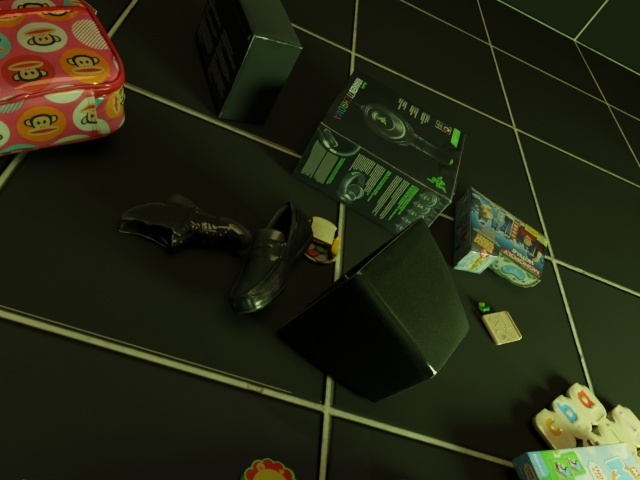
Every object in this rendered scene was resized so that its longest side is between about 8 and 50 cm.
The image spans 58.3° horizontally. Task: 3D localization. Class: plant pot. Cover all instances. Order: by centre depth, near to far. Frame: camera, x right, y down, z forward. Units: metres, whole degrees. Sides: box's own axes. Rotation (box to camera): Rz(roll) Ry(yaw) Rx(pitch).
[{"bbox_3d":[0.091,0.109,0.794,0.167,0.187,0.188,52,43,3],"label":"plant pot"}]

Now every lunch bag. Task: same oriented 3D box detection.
[{"bbox_3d":[-0.446,-0.249,0.810,0.293,0.120,0.258,-19,64,-28],"label":"lunch bag"}]

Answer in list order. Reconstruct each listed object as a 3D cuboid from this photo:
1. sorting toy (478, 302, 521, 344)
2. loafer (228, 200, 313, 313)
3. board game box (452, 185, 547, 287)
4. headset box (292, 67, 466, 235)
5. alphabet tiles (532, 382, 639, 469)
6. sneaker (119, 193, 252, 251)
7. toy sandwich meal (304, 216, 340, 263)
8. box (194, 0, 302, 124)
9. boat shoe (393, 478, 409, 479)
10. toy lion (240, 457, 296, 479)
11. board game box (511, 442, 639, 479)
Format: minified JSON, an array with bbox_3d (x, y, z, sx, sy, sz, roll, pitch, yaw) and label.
[{"bbox_3d":[0.311,0.143,1.012,0.062,0.012,0.083,-7,58,-30],"label":"sorting toy"},{"bbox_3d":[-0.076,0.020,0.829,0.078,0.076,0.223,66,31,-24],"label":"loafer"},{"bbox_3d":[0.335,0.011,1.115,0.194,0.060,0.194,35,43,2],"label":"board game box"},{"bbox_3d":[0.129,-0.160,1.095,0.283,0.131,0.246,31,42,-4],"label":"headset box"},{"bbox_3d":[0.455,0.366,0.885,0.284,0.021,0.278,-16,61,-40],"label":"alphabet tiles"},{"bbox_3d":[-0.190,-0.011,0.823,0.170,0.051,0.089,27,42,0],"label":"sneaker"},{"bbox_3d":[0.000,0.000,0.941,0.086,0.029,0.085,17,44,-17],"label":"toy sandwich meal"},{"bbox_3d":[-0.146,-0.380,1.093,0.103,0.184,0.261,2,51,-30],"label":"box"},{"bbox_3d":[0.081,0.329,0.635,0.307,0.110,0.104,19,36,-32],"label":"boat shoe"},{"bbox_3d":[-0.052,0.296,0.634,0.100,0.034,0.096,41,35,8],"label":"toy lion"},{"bbox_3d":[0.384,0.369,0.792,0.212,0.039,0.160,7,48,-28],"label":"board game box"}]
